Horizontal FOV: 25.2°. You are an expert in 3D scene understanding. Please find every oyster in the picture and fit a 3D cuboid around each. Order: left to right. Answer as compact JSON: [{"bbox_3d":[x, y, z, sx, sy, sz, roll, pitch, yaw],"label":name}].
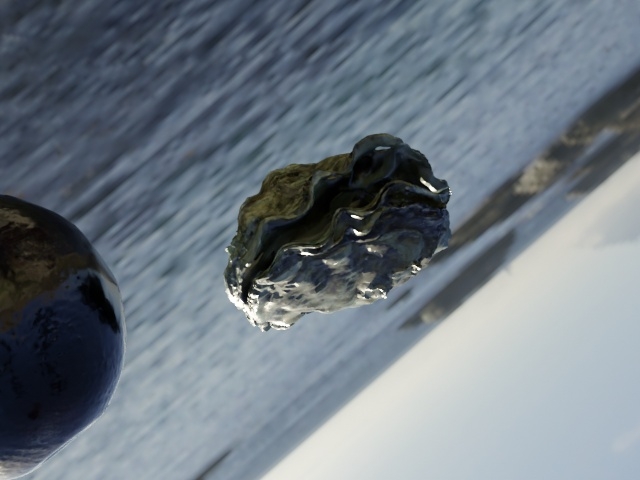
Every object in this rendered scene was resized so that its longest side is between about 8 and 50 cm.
[{"bbox_3d":[0.000,0.000,1.333,0.268,0.112,0.198,-29,146,26],"label":"oyster"}]

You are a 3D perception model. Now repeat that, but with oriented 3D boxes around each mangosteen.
[{"bbox_3d":[-0.323,0.093,1.252,0.275,0.275,0.302,-45,166,33],"label":"mangosteen"}]
